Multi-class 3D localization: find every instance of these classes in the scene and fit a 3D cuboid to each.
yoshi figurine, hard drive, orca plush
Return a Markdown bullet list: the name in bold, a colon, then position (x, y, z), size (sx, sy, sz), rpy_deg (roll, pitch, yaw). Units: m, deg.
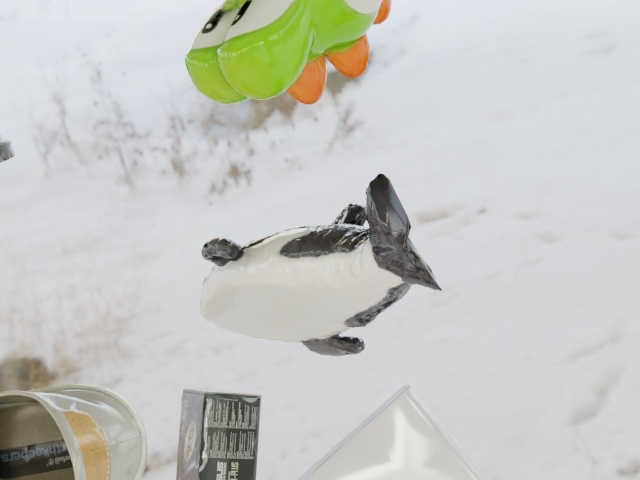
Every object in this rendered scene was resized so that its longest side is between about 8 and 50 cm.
- **yoshi figurine**: position (-0.003, -0.261, 0.846), size (0.362, 0.203, 0.203), rpy_deg (-61, -3, -26)
- **hard drive**: position (0.142, 0.401, 1.718), size (0.233, 0.353, 0.047), rpy_deg (-40, 2, -10)
- **orca plush**: position (0.000, 0.000, 0.980), size (0.102, 0.151, 0.287), rpy_deg (-65, 8, -26)

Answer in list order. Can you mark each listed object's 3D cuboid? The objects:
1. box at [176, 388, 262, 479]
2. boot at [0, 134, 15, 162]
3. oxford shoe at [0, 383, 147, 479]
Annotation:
- **box**: position (-0.135, 0.285, 1.676), size (0.077, 0.180, 0.147), rpy_deg (5, -5, -17)
- **boot**: position (-0.527, -0.186, 1.529), size (0.131, 0.260, 0.348), rpy_deg (-13, 0, 35)
- **oxford shoe**: position (-0.381, 0.232, 1.189), size (0.449, 0.169, 0.130), rpy_deg (-16, -4, 9)
